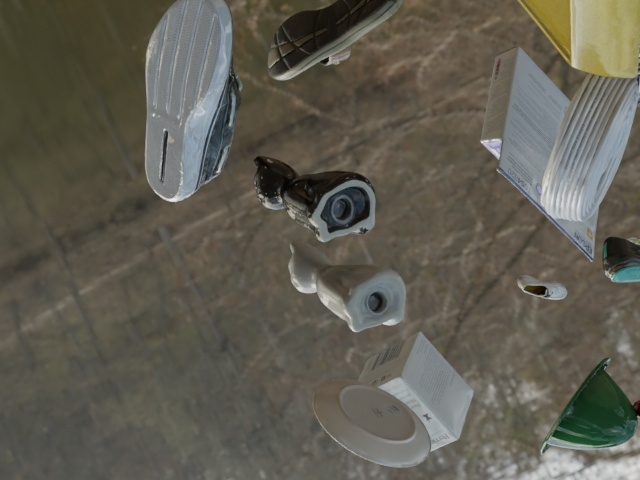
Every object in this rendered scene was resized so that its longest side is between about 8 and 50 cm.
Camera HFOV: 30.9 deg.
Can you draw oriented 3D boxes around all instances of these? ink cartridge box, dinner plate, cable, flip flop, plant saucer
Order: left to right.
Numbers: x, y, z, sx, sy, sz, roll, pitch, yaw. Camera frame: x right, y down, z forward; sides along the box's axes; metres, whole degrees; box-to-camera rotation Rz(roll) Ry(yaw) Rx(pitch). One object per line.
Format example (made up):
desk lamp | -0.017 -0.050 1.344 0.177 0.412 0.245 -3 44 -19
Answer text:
flip flop | 0.025 -0.321 1.808 0.277 0.112 0.080 -25 142 32
dinner plate | 0.059 0.193 1.259 0.017 0.141 0.141 -63 166 24
ink cartridge box | 0.443 -0.165 2.298 0.071 0.324 0.330 -20 -139 41
plant saucer | 0.309 -0.389 1.588 0.081 0.332 0.333 -33 159 1
cable | 0.434 -0.151 1.868 0.257 0.089 0.257 -38 147 -58

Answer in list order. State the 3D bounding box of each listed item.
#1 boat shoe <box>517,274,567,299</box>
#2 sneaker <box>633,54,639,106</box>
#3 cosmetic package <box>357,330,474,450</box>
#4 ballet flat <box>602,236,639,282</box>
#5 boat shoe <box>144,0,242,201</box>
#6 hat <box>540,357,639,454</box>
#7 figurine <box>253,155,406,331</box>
boat shoe | 0.401 0.090 2.080 0.035 0.100 0.035 -61 -158 25
sneaker | 0.565 -0.327 1.976 0.099 0.282 0.153 15 -111 44
cosmetic package | 0.185 0.316 2.334 0.151 0.183 0.151 -33 -164 36
ballet flat | 0.652 0.041 2.240 0.281 0.096 0.095 14 140 -35
boat shoe | -0.172 -0.211 1.630 0.119 0.121 0.335 -34 152 -44
hat | 0.452 0.287 1.705 0.173 0.184 0.208 -42 158 -34
figurine | 0.000 0.000 1.454 0.092 0.214 0.209 -31 -153 -21
